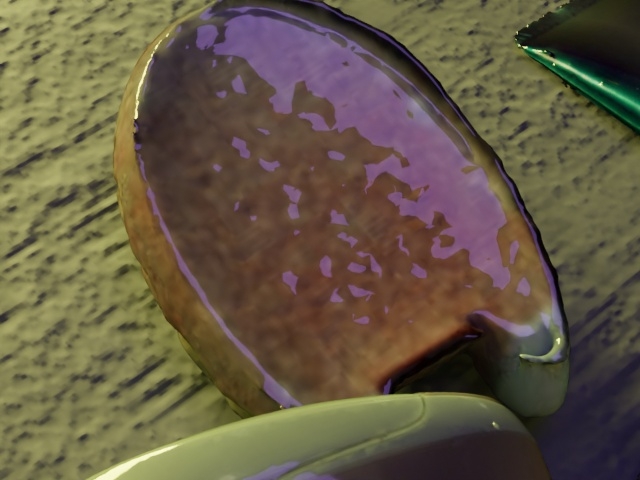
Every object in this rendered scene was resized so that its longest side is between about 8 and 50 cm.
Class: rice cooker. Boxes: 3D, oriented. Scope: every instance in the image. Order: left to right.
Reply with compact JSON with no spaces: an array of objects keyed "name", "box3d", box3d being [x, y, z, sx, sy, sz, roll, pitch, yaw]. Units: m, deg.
[{"name":"rice cooker","box3d":[-0.012,0.125,0.508,0.206,0.145,0.127,-22,68,-20]}]

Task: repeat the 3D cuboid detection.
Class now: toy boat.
[{"name":"toy boat","box3d":[0.000,0.000,0.662,0.155,0.085,0.227,-28,72,-18]}]

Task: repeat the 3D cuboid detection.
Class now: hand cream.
[{"name":"hand cream","box3d":[0.225,-0.049,0.749,0.120,0.061,0.270,-32,56,-24]}]

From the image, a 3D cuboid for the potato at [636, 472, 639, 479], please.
[{"name":"potato","box3d":[0.213,0.121,0.564,0.117,0.182,0.202,58,36,-11]}]
